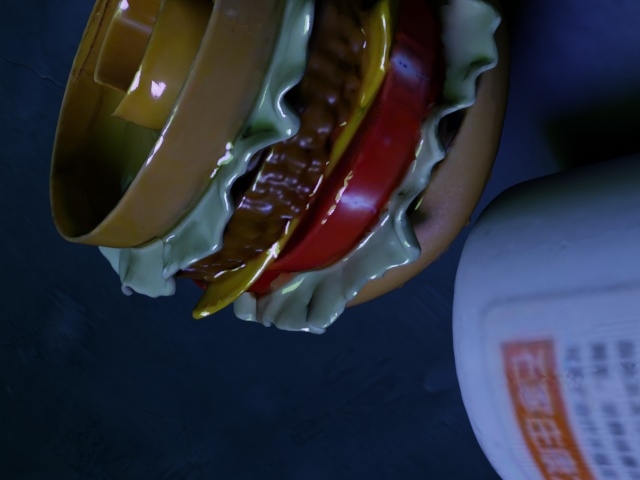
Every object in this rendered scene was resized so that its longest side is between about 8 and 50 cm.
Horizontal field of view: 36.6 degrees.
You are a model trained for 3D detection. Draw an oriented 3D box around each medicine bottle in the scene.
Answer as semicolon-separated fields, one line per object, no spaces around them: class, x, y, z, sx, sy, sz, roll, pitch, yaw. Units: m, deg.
medicine bottle;0.269;0.038;0.477;0.372;0.211;0.211;-11;118;43

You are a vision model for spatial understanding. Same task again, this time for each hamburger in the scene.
hamburger;-0.015;-0.079;0.565;0.212;0.274;0.274;18;149;-28
